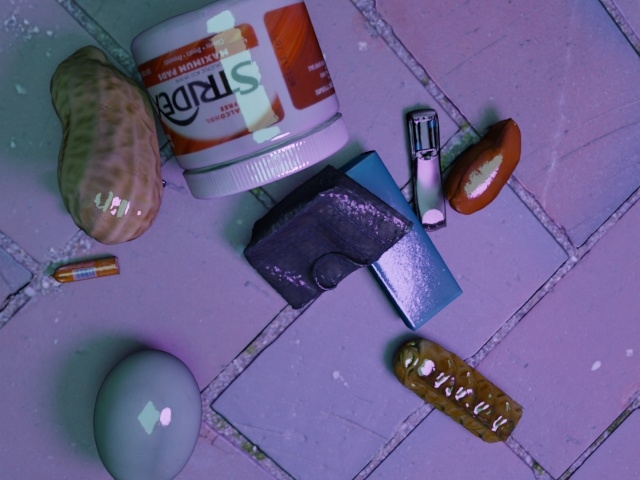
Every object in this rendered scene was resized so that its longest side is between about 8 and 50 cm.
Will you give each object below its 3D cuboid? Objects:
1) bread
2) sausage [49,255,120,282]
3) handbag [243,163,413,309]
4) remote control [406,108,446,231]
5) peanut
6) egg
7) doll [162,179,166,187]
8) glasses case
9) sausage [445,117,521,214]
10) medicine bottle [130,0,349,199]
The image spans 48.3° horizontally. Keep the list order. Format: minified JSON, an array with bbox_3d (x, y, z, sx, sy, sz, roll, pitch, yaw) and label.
[{"bbox_3d":[0.244,0.270,1.289,0.269,0.098,0.087,36,50,-17],"label":"bread"},{"bbox_3d":[-0.374,0.048,1.130,0.107,0.031,0.031,-8,103,-11],"label":"sausage"},{"bbox_3d":[0.000,0.000,1.142,0.270,0.089,0.175,-35,114,29],"label":"handbag"},{"bbox_3d":[0.183,-0.118,1.224,0.059,0.028,0.212,-11,103,-12],"label":"remote control"},{"bbox_3d":[-0.303,-0.140,0.998,0.140,0.325,0.153,6,141,-40],"label":"peanut"},{"bbox_3d":[-0.273,0.285,1.130,0.167,0.168,0.231,3,104,-13],"label":"egg"},{"bbox_3d":[-0.311,-0.072,1.094,0.151,0.086,0.114,-14,139,1],"label":"doll"},{"bbox_3d":[0.118,0.001,1.218,0.117,0.070,0.301,-36,105,-9],"label":"glasses case"},{"bbox_3d":[0.281,-0.124,1.217,0.089,0.089,0.179,35,96,-17],"label":"sausage"},{"bbox_3d":[-0.111,-0.215,1.020,0.252,0.252,0.241,-24,106,-7],"label":"medicine bottle"}]
